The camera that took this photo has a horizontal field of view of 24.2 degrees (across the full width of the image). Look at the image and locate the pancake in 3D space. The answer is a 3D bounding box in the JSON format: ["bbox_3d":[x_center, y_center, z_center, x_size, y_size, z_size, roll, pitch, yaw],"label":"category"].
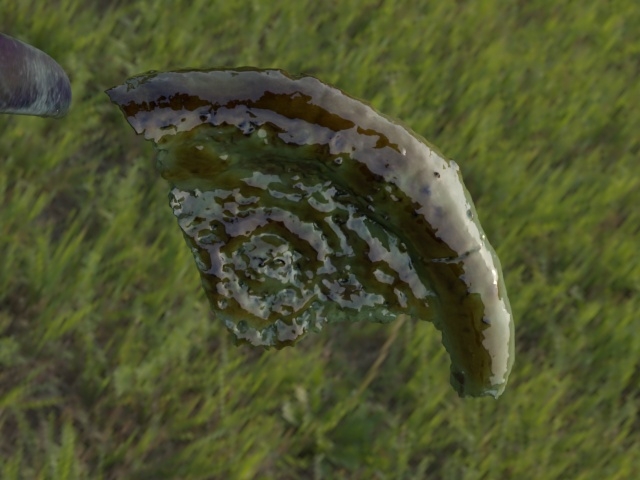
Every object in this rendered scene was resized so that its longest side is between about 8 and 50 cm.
[{"bbox_3d":[0.002,0.001,1.033,0.376,0.197,0.054,31,11,-22],"label":"pancake"}]

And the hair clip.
[{"bbox_3d":[-0.159,-0.073,0.709,0.083,0.048,0.275,-3,-2,11],"label":"hair clip"}]
